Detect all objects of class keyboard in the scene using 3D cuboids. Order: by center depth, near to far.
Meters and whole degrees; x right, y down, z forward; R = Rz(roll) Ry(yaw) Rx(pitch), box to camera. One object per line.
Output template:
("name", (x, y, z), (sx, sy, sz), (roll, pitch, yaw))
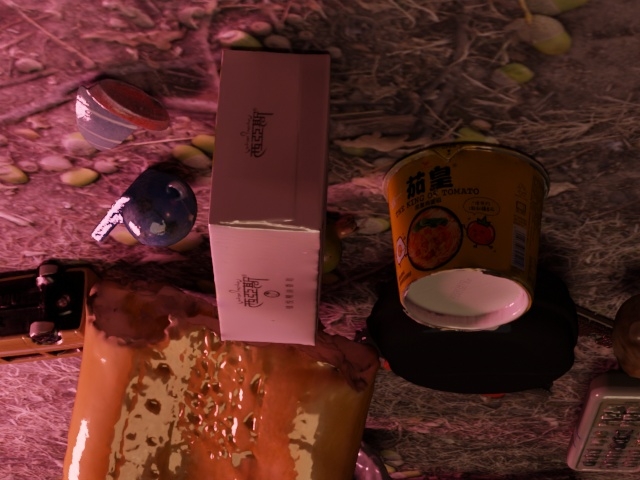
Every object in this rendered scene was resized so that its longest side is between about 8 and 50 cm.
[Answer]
("keyboard", (0.341, 0.109, 1.687), (0.166, 0.017, 0.055), (22, 147, -31))

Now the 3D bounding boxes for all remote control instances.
("remote control", (0.449, 0.272, 1.932), (0.128, 0.065, 0.335), (3, 152, 5))

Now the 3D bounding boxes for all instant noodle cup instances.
("instant noodle cup", (0.155, 0.003, 1.373), (0.182, 0.144, 0.182), (3, 152, 1))

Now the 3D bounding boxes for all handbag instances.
("handbag", (0.187, 0.114, 1.580), (0.254, 0.093, 0.308), (-5, 156, 12))

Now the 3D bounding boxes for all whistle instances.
("whistle", (-0.184, -0.027, 1.412), (0.090, 0.090, 0.158), (16, 149, -23))

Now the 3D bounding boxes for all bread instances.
("bread", (-0.130, 0.249, 1.620), (0.361, 0.250, 0.394), (14, 109, 6))

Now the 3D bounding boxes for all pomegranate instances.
("pomegranate", (-0.003, -0.002, 1.469), (0.073, 0.073, 0.084), (24, 108, -34))

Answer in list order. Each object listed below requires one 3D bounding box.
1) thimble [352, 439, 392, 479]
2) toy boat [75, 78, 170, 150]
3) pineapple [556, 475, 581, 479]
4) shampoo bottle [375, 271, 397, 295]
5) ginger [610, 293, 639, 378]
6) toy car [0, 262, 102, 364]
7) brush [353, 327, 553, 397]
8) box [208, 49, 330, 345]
("thimble", (0.004, 0.415, 2.096), (0.250, 0.204, 0.172), (17, 147, 9))
("toy boat", (-0.217, -0.117, 1.300), (0.096, 0.034, 0.122), (26, 146, -27))
("pineapple", (0.292, 0.491, 2.276), (0.361, 0.175, 0.175), (-20, 145, 21))
("shampoo bottle", (0.126, 0.044, 1.574), (0.137, 0.027, 0.048), (-19, 147, 35))
("ginger", (0.498, 0.099, 1.508), (0.245, 0.155, 0.304), (21, 146, -33))
("toy car", (-0.394, 0.105, 1.661), (0.257, 0.101, 0.124), (-8, 153, 17))
("brush", (0.192, 0.177, 1.793), (0.323, 0.051, 0.070), (15, 147, -22))
("box", (-0.047, -0.035, 1.268), (0.111, 0.194, 0.260), (2, 151, 2))
